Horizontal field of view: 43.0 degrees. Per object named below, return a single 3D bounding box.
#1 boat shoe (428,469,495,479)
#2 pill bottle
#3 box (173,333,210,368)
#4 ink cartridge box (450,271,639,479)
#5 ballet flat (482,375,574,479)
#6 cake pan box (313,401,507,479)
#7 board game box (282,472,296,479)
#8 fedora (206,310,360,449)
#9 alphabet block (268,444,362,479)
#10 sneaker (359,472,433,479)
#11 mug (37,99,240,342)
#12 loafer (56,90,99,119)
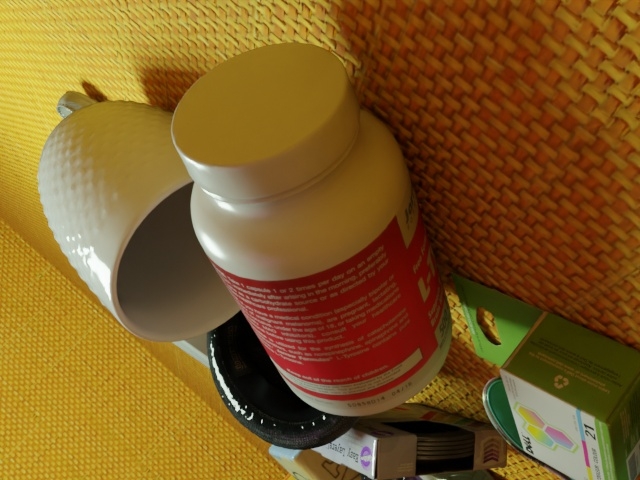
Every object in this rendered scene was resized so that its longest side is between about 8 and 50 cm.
[{"bbox_3d":[0.272,0.452,1.491,0.073,0.080,0.223,45,168,-30],"label":"boat shoe"},{"bbox_3d":[0.000,0.000,0.887,0.229,0.229,0.407,27,154,37],"label":"pill bottle"},{"bbox_3d":[-0.155,0.156,1.502,0.182,0.181,0.119,38,161,-14],"label":"box"},{"bbox_3d":[0.248,0.167,0.946,0.255,0.097,0.188,24,152,39],"label":"ink cartridge box"},{"bbox_3d":[0.307,0.265,1.082,0.221,0.077,0.079,38,-178,13],"label":"ballet flat"},{"bbox_3d":[0.125,0.314,1.294,0.267,0.246,0.070,0,88,63],"label":"cake pan box"},{"bbox_3d":[0.069,0.761,2.053,0.356,0.356,0.356,32,157,28],"label":"board game box"},{"bbox_3d":[-0.019,0.162,1.283,0.334,0.334,0.152,28,-172,34],"label":"fedora"},{"bbox_3d":[0.039,0.453,1.748,0.197,0.193,0.192,46,161,-7],"label":"alphabet block"},{"bbox_3d":[0.106,0.427,1.619,0.283,0.124,0.107,44,-170,2],"label":"sneaker"},{"bbox_3d":[-0.250,-0.024,1.218,0.328,0.276,0.374,39,154,36],"label":"mug"},{"bbox_3d":[-0.358,-0.127,1.452,0.319,0.111,0.112,47,159,-11],"label":"loafer"}]
